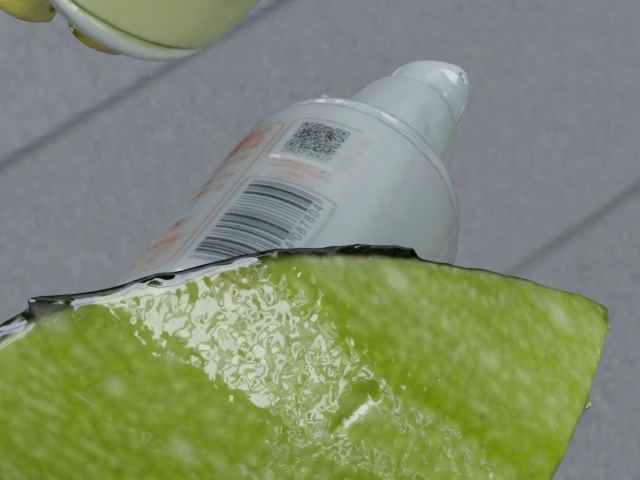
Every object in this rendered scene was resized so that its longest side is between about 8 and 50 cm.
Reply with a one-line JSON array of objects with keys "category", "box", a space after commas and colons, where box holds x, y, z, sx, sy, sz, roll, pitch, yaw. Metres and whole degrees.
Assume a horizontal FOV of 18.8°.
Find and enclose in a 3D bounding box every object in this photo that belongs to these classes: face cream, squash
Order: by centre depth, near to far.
[{"category": "squash", "box": [-0.028, 0.088, 0.511, 0.184, 0.192, 0.085, 7, 48, -38]}, {"category": "face cream", "box": [0.000, 0.000, 0.747, 0.101, 0.101, 0.251, 9, 34, 20]}]

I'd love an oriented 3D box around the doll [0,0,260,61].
[{"category": "doll", "box": [-0.051, -0.189, 0.941, 0.296, 0.141, 0.117, -42, 37, 33]}]
